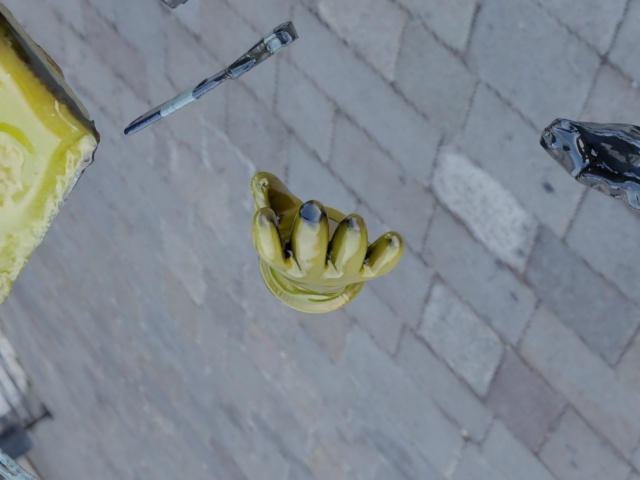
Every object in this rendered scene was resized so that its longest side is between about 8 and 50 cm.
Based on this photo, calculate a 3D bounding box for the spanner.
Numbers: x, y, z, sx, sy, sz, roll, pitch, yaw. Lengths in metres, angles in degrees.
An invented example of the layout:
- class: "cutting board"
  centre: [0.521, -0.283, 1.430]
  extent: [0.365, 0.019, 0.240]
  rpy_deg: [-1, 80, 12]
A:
- class: "spanner"
  centre: [-0.136, -0.167, 1.299]
  extent: [0.316, 0.087, 0.024]
  rpy_deg: [-19, 112, 48]

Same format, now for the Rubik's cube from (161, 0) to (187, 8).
- class: "Rubik's cube"
  centre: [-0.173, -0.463, 1.392]
  extent: [0.250, 0.246, 0.248]
  rpy_deg: [45, 173, -3]

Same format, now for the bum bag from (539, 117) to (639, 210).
- class: "bum bag"
  centre: [0.333, -0.040, 0.982]
  extent: [0.310, 0.074, 0.137]
  rpy_deg: [18, -177, -15]

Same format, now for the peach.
- class: "peach"
  centre: [-0.465, -0.138, 1.540]
  extent: [0.306, 0.380, 0.242]
  rpy_deg: [22, -165, -33]

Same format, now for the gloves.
- class: "gloves"
  centre: [0.001, 0.000, 1.103]
  extent: [0.294, 0.133, 0.116]
  rpy_deg: [108, 160, -81]

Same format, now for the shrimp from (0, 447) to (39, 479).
- class: "shrimp"
  centre: [-0.363, 0.184, 1.003]
  extent: [0.166, 0.221, 0.410]
  rpy_deg: [125, 132, -65]
